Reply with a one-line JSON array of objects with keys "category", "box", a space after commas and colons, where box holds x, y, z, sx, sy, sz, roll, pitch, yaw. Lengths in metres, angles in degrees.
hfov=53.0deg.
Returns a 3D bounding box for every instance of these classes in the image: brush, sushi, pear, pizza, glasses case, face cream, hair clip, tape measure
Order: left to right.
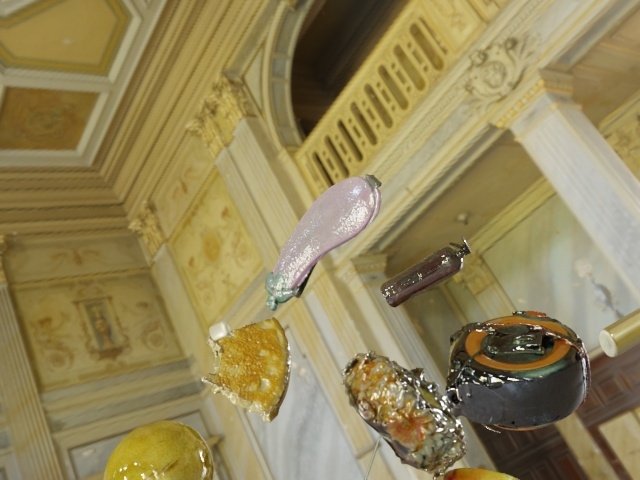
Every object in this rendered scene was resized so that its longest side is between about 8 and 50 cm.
[{"category": "pear", "box": [-0.302, 0.439, 1.211, 0.209, 0.208, 0.209, -24, -23, -11]}, {"category": "glasses case", "box": [-0.208, 0.186, 1.325, 0.021, 0.032, 0.083, -16, -8, -33]}, {"category": "pizza", "box": [-0.187, 0.327, 1.645, 0.223, 0.323, 0.089, 3, -51, -4]}, {"category": "hair clip", "box": [-0.001, -0.002, 1.292, 0.096, 0.110, 0.358, 28, -60, -14]}, {"category": "brush", "box": [0.176, 0.762, 2.183, 0.062, 0.027, 0.265, -18, -56, -83]}, {"category": "sushi", "box": [0.235, 0.455, 1.758, 0.175, 0.417, 0.417, -49, -26, 7]}, {"category": "tape measure", "box": [0.308, 0.201, 1.021, 0.223, 0.135, 0.202, -8, 21, 21]}, {"category": "face cream", "box": [0.806, 0.176, 1.532, 0.285, 0.067, 0.139, -31, -30, 2]}]

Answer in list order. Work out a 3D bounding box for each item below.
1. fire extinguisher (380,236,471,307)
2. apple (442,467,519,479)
[{"category": "fire extinguisher", "box": [0.259, 0.073, 1.557, 0.089, 0.072, 0.268, 30, -49, -33]}, {"category": "apple", "box": [0.427, 0.709, 1.659, 0.179, 0.254, 0.346, -9, -28, -19]}]
